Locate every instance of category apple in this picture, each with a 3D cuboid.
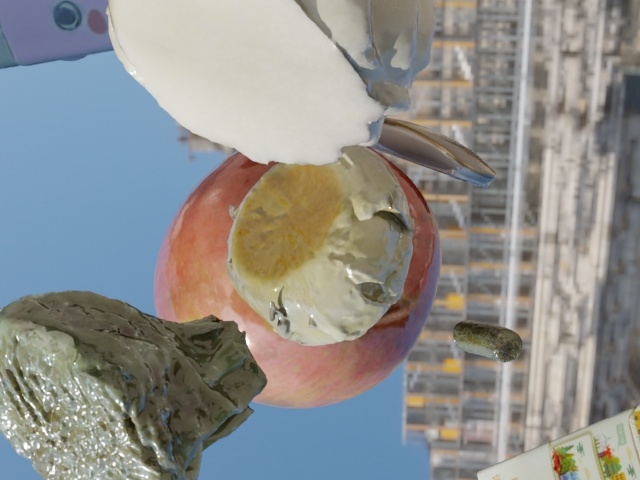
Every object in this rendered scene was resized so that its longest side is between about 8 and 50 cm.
[{"bbox_3d":[-0.037,0.047,1.646,0.364,0.364,0.364,-1,-153,0],"label":"apple"}]

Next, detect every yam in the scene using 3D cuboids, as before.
[{"bbox_3d":[0.202,0.121,1.531,0.043,0.043,0.094,-15,-170,-26],"label":"yam"}]

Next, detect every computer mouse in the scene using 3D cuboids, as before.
[{"bbox_3d":[0.133,-0.132,1.752,0.245,0.056,0.126,22,-175,41],"label":"computer mouse"}]

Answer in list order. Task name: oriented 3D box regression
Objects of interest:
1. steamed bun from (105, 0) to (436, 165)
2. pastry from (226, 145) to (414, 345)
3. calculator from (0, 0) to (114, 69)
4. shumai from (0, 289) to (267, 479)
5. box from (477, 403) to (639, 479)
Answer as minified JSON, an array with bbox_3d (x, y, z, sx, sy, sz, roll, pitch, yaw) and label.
[{"bbox_3d":[-0.021,-0.121,0.653,0.183,0.183,0.106,12,-121,24],"label":"steamed bun"},{"bbox_3d":[0.000,0.000,0.963,0.166,0.166,0.088,27,176,43],"label":"pastry"},{"bbox_3d":[-0.175,-0.180,0.819,0.246,0.141,0.045,-9,-135,2],"label":"calculator"},{"bbox_3d":[-0.204,0.138,1.288,0.261,0.225,0.222,38,-137,-1],"label":"shumai"},{"bbox_3d":[0.214,0.201,0.954,0.032,0.220,0.122,9,-120,-38],"label":"box"}]
